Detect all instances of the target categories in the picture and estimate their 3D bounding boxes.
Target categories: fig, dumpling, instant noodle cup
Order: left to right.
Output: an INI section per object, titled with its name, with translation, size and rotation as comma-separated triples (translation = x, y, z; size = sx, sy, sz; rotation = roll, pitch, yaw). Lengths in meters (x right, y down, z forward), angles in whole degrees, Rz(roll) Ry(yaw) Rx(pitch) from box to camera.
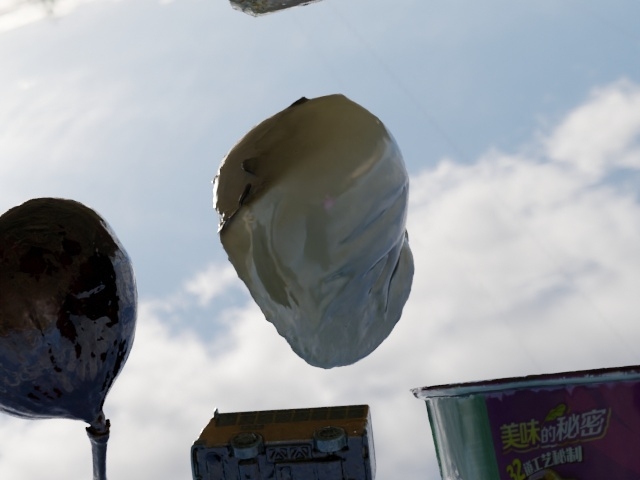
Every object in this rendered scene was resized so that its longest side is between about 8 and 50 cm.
[fig]
translation = -0.241, 0.093, 1.220
size = 0.204, 0.249, 0.186
rotation = -37, 163, 10
[dumpling]
translation = -0.003, 0.000, 1.171
size = 0.243, 0.227, 0.175
rotation = -36, -158, -28
[instant noodle cup]
translation = 0.183, 0.170, 0.786
size = 0.251, 0.190, 0.251
rotation = -5, 172, -1

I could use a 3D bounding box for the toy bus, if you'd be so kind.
[toy bus]
translation = -0.036, 0.223, 1.404
size = 0.182, 0.091, 0.103
rotation = -4, -162, 7

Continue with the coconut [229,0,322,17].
[coconut]
translation = -0.024, -0.237, 1.057
size = 0.122, 0.116, 0.116
rotation = -18, -158, 0
